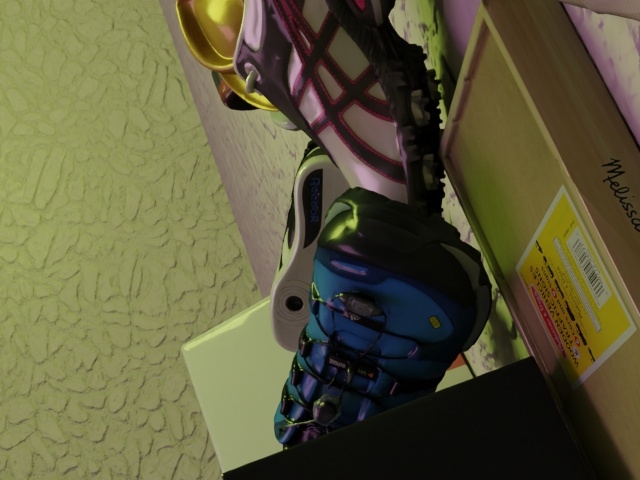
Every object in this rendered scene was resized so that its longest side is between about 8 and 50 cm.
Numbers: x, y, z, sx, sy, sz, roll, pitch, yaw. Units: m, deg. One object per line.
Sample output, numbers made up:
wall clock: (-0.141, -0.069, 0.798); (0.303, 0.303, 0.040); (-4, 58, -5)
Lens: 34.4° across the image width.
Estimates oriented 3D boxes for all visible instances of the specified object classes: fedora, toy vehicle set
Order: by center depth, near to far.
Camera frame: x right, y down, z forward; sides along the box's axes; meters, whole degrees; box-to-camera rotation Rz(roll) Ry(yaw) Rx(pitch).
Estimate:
toy vehicle set: (0.136, 0.026, 0.521); (0.166, 0.035, 0.266); (94, 156, -69)
fedora: (-0.076, -0.209, 0.973); (0.194, 0.079, 0.194); (16, 112, 45)

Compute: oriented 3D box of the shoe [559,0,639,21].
shoe: (0.097, -0.115, 0.383); (0.219, 0.058, 0.076); (-131, 24, -69)

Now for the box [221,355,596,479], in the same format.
box: (0.070, 0.185, 0.637); (0.261, 0.184, 0.103); (65, -178, -62)

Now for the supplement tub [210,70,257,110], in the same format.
supplement tub: (-0.087, -0.247, 1.114); (0.106, 0.106, 0.197); (107, 143, -76)

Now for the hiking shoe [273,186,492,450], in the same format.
hiking shoe: (0.031, 0.088, 0.656); (0.304, 0.113, 0.132); (90, -156, -58)

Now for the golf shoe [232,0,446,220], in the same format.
golf shoe: (0.014, -0.102, 0.670); (0.105, 0.120, 0.272); (-54, -49, -68)

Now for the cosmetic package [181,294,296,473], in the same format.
cosmetic package: (0.029, 0.298, 1.126); (0.230, 0.162, 0.453); (38, -154, -59)

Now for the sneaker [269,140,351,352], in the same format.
sneaker: (0.000, 0.000, 1.072); (0.121, 0.079, 0.216); (-80, 2, -67)

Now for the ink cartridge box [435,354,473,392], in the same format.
ink cartridge box: (0.119, 0.193, 0.880); (0.115, 0.067, 0.198); (82, 166, -53)

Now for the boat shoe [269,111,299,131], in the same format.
boat shoe: (-0.036, -0.153, 1.210); (0.040, 0.049, 0.142); (54, -178, -28)
